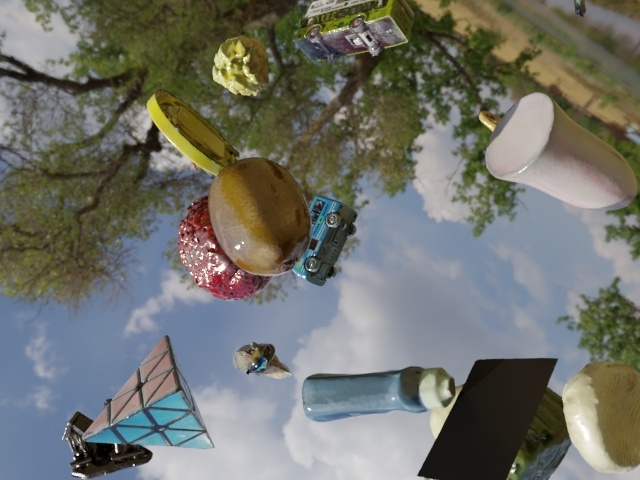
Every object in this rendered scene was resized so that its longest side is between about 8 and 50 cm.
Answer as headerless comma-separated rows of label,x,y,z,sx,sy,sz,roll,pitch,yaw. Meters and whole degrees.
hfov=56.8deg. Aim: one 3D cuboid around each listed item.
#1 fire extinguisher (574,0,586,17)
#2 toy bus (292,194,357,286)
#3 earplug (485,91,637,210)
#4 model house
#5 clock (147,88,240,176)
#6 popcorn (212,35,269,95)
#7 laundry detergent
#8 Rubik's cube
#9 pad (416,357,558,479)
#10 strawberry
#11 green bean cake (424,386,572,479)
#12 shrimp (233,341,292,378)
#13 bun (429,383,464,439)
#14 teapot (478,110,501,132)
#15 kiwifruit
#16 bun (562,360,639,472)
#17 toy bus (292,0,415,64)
fire extinguisher,0.642,-0.580,1.461,0.038,0.025,0.083,24,-118,-41
toy bus,0.000,0.000,1.716,0.134,0.246,0.113,25,178,36
earplug,0.494,-0.144,1.143,0.301,0.172,0.172,21,-153,-21
model house,-0.547,0.494,1.505,0.203,0.164,0.141,-12,-163,-21
clock,-0.335,-0.267,1.548,0.293,0.071,0.277,45,-166,-16
popcorn,-0.244,-0.548,1.845,0.167,0.185,0.187,-1,-144,-18
laundry detergent,0.113,0.279,1.071,0.143,0.290,0.094,27,-122,-49
Rubik's cube,-0.376,0.380,1.390,0.229,0.228,0.233,19,-172,23
pad,0.260,0.275,0.922,0.004,0.164,0.243,51,-124,-17
strawberry,-0.202,0.007,1.361,0.274,0.274,0.220,36,175,5
green bean cake,0.354,0.400,1.120,0.250,0.246,0.156,-2,-148,-42
shrimp,-0.198,0.423,2.026,0.221,0.109,0.445,19,163,1
bun,0.564,0.667,2.052,0.364,0.364,0.202,28,-146,-13
teapot,0.597,-0.286,1.720,0.311,0.203,0.167,38,-148,18
kiwifruit,-0.112,-0.040,1.130,0.196,0.196,0.233,-1,-122,-51
bun,0.471,0.291,0.988,0.184,0.102,0.183,5,-101,-27
toy bus,0.083,-0.529,1.451,0.302,0.139,0.113,5,158,41
